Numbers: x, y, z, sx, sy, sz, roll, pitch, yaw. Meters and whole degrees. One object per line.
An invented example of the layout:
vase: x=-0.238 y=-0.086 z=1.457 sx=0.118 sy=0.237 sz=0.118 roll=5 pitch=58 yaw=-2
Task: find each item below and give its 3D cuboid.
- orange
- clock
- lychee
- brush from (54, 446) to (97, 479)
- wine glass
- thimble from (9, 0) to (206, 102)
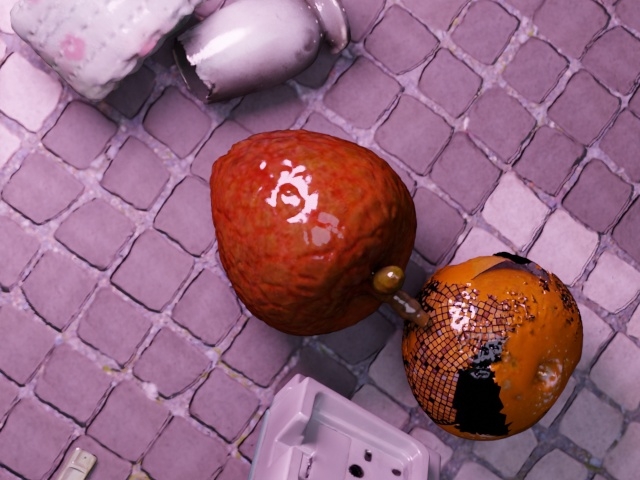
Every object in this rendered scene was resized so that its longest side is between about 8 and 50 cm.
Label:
orange: x=0.207 y=0.129 z=1.425 sx=0.234 sy=0.182 sz=0.234 roll=-19 pitch=117 yaw=-42
clock: x=0.036 y=0.293 z=1.361 sx=0.231 sy=0.262 sz=0.116 roll=28 pitch=126 yaw=-10
lychee: x=0.000 y=0.000 z=1.367 sx=0.255 sy=0.255 sz=0.300 roll=-34 pitch=66 yaw=-9
brush: x=-0.326 y=0.329 z=1.412 sx=0.033 sy=0.030 sz=0.178 roll=32 pitch=73 yaw=-2
wine glass: x=-0.069 y=-0.240 z=1.421 sx=0.204 sy=0.111 sz=0.111 roll=-26 pitch=94 yaw=-14
thimble: x=-0.237 y=-0.274 z=1.361 sx=0.149 sy=0.185 sz=0.211 roll=46 pitch=48 yaw=-9
